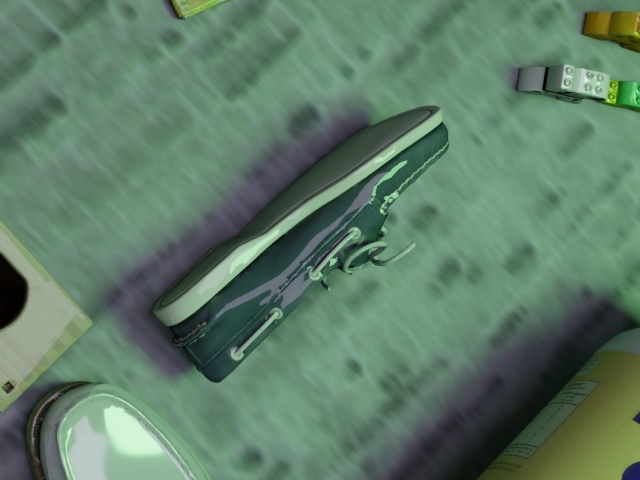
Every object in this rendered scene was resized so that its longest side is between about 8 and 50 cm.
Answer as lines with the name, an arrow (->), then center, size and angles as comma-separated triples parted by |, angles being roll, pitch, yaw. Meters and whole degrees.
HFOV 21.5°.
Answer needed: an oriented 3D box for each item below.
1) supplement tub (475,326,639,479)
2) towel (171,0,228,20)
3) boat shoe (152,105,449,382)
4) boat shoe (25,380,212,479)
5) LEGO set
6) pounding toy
supplement tub -> 0.239, 0.215, 1.222 | 0.331, 0.241, 0.241 | -44, 106, -17
towel -> -0.092, -0.204, 1.204 | 0.060, 0.009, 0.083 | -28, 100, -20
boat shoe -> 0.000, 0.000, 1.198 | 0.254, 0.095, 0.079 | -40, 103, -17
boat shoe -> -0.090, 0.225, 1.155 | 0.113, 0.103, 0.302 | -37, 104, -19
LEGO set -> 0.280, -0.138, 1.318 | 0.227, 0.093, 0.087 | 10, 86, -23
pounding toy -> -0.249, 0.007, 1.044 | 0.094, 0.181, 0.206 | -45, 106, -16
